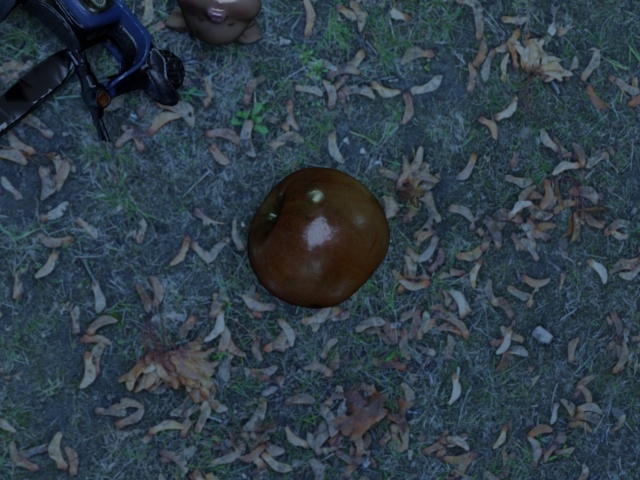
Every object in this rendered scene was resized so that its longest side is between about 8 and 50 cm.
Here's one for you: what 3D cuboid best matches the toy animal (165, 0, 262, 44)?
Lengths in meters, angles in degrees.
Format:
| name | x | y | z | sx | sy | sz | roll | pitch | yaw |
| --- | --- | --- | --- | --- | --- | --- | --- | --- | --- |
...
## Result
| name | x | y | z | sx | sy | sz | roll | pitch | yaw |
| --- | --- | --- | --- | --- | --- | --- | --- | --- | --- |
| toy animal | -0.171 | -0.449 | 1.187 | 0.167 | 0.154 | 0.250 | 21 | 133 | 1 |

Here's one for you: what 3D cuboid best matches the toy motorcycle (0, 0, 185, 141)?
| name | x | y | z | sx | sy | sz | roll | pitch | yaw |
| --- | --- | --- | --- | --- | --- | --- | --- | --- | --- |
| toy motorcycle | -0.388 | -0.340 | 1.169 | 0.358 | 0.125 | 0.212 | 47 | 54 | -21 |

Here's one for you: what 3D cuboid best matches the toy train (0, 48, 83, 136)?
| name | x | y | z | sx | sy | sz | roll | pitch | yaw |
| --- | --- | --- | --- | --- | --- | --- | --- | --- | --- |
| toy train | -0.510 | -0.250 | 1.218 | 0.252 | 0.048 | 0.055 | -43 | 97 | -10 |

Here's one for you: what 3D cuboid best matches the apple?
| name | x | y | z | sx | sy | sz | roll | pitch | yaw |
| --- | --- | --- | --- | --- | --- | --- | --- | --- | --- |
| apple | 0.000 | 0.000 | 1.254 | 0.254 | 0.253 | 0.253 | -1 | 96 | -11 |
